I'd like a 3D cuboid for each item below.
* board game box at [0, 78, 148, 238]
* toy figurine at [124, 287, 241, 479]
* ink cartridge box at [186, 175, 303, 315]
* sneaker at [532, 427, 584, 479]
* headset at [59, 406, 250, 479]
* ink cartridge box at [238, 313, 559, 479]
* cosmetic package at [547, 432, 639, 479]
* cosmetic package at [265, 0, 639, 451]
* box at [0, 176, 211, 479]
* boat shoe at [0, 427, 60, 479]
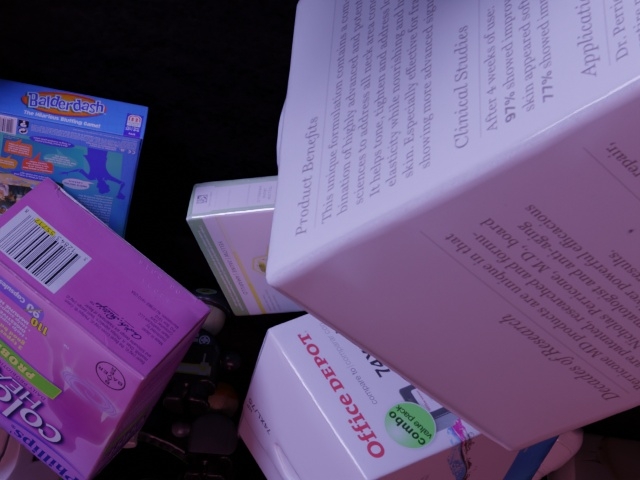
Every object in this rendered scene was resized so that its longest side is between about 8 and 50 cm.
[{"bbox_3d":[-0.266,-0.065,1.579,0.160,0.047,0.210,11,141,-8],"label":"board game box"},{"bbox_3d":[-0.128,0.168,1.786,0.213,0.148,0.209,29,142,-30],"label":"toy figurine"},{"bbox_3d":[0.000,0.000,1.627,0.235,0.056,0.171,-5,140,16],"label":"ink cartridge box"},{"bbox_3d":[0.201,0.305,1.903,0.114,0.152,0.305,31,133,-27],"label":"sneaker"},{"bbox_3d":[-0.181,0.343,2.040,0.243,0.185,0.394,-15,122,29],"label":"headset"},{"bbox_3d":[0.087,0.175,1.624,0.270,0.198,0.197,-20,150,-27],"label":"ink cartridge box"},{"bbox_3d":[0.442,0.346,1.920,0.309,0.160,0.113,9,140,-6],"label":"cosmetic package"},{"bbox_3d":[0.212,-0.089,1.272,0.394,0.329,0.327,-28,131,35],"label":"cosmetic package"},{"bbox_3d":[-0.259,0.099,1.583,0.213,0.117,0.243,39,139,5],"label":"box"},{"bbox_3d":[-0.363,0.242,1.922,0.095,0.084,0.258,-4,135,-38],"label":"boat shoe"}]
